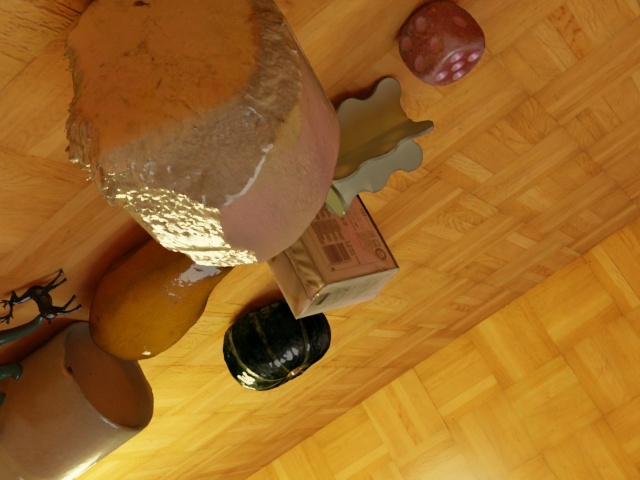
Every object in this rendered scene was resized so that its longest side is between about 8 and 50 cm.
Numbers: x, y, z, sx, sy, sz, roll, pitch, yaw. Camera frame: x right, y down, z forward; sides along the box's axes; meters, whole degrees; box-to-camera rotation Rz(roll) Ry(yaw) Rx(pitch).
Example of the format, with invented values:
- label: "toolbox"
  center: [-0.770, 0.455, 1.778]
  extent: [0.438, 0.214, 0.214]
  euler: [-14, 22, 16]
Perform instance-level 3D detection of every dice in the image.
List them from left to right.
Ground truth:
- label: "dice"
  center: [0.179, -0.289, 1.335]
  extent: [0.094, 0.093, 0.091]
  euler: [-10, 151, -40]

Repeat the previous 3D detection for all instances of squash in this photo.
- label: "squash"
  center: [-0.099, 0.234, 2.063]
  extent: [0.252, 0.165, 0.252]
  euler: [-29, 161, -11]

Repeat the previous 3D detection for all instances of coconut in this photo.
- label: "coconut"
  center: [-0.129, -0.127, 1.037]
  extent: [0.298, 0.297, 0.309]
  euler: [-30, 154, 1]

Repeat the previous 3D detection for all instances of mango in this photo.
- label: "mango"
  center: [-0.273, 0.084, 1.516]
  extent: [0.187, 0.144, 0.359]
  euler: [8, 138, -34]

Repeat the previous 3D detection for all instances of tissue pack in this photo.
- label: "tissue pack"
  center: [0.000, 0.000, 1.574]
  extent: [0.185, 0.225, 0.124]
  euler: [-10, 151, -41]

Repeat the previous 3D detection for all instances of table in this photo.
- label: "table"
  center: [0.068, -0.150, 1.441]
  extent: [0.198, 0.166, 0.166]
  euler: [-31, 160, -18]

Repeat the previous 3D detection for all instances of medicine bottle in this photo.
- label: "medicine bottle"
  center: [-0.532, 0.352, 1.668]
  extent: [0.406, 0.235, 0.236]
  euler: [-35, 158, 14]

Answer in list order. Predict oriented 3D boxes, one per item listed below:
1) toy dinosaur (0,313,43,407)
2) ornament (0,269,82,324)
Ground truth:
- label: "toy dinosaur"
  center: [-0.672, 0.232, 1.460]
  extent: [0.129, 0.331, 0.383]
  euler: [-133, -114, -82]
- label: "ornament"
  center: [-0.452, 0.104, 1.446]
  extent: [0.125, 0.073, 0.028]
  euler: [-27, -171, -21]
